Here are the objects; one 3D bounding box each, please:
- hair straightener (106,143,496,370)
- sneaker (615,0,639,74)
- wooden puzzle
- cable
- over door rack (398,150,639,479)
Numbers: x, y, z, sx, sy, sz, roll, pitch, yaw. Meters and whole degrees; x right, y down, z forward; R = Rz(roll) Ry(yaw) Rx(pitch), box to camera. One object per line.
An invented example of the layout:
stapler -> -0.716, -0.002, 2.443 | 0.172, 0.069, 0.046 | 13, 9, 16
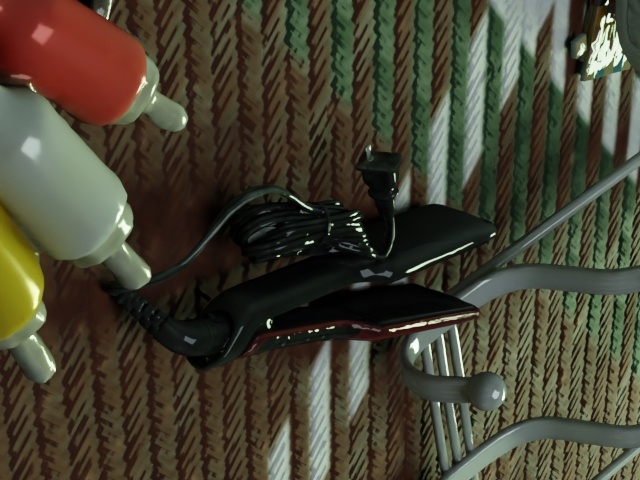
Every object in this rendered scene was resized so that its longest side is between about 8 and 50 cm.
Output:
hair straightener -> 0.000, 0.000, 0.769 | 0.230, 0.047, 0.089 | -5, 112, -50
sneaker -> 0.218, -0.214, 0.911 | 0.151, 0.094, 0.256 | -30, 136, -44
wooden puzzle -> 0.150, -0.109, 0.948 | 0.083, 0.006, 0.049 | -18, 122, -51
cable -> -0.127, -0.073, 0.507 | 0.287, 0.072, 0.139 | 46, 64, -54
over door rack -> 0.175, 0.057, 0.988 | 0.324, 0.108, 0.239 | -44, 141, -33
